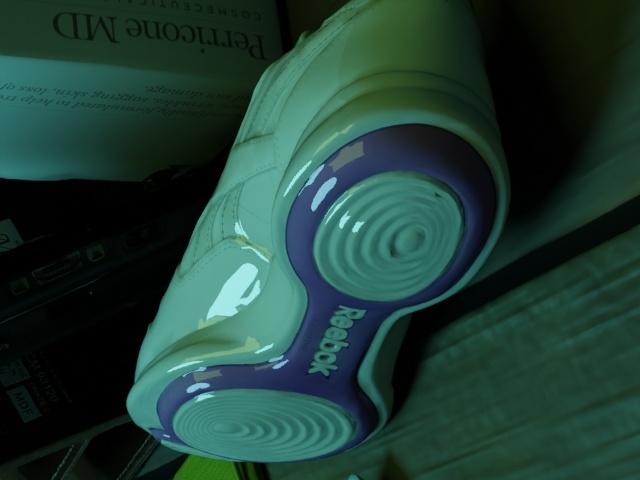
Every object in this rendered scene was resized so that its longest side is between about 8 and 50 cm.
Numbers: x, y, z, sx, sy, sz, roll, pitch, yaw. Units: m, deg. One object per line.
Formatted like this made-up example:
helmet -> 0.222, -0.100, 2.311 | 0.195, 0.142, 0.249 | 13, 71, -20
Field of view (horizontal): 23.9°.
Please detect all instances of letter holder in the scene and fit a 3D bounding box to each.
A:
letter holder -> -0.243, 0.042, 0.959 | 0.302, 0.152, 0.214 | 56, 140, 18

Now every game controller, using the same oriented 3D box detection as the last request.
game controller -> -0.161, 0.024, 0.756 | 0.067, 0.319, 0.166 | 61, 148, 4

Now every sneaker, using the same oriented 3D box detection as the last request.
sneaker -> 0.000, 0.000, 0.695 | 0.305, 0.114, 0.152 | 128, 154, -47

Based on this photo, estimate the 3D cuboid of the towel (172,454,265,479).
towel -> -0.039, 0.212, 0.807 | 0.102, 0.021, 0.237 | -55, 43, 43

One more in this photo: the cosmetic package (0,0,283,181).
cosmetic package -> -0.162, -0.235, 0.859 | 0.156, 0.217, 0.385 | -38, 58, 54

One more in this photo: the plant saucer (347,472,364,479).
plant saucer -> -0.002, 0.207, 0.715 | 0.067, 0.018, 0.192 | 47, 118, 47
